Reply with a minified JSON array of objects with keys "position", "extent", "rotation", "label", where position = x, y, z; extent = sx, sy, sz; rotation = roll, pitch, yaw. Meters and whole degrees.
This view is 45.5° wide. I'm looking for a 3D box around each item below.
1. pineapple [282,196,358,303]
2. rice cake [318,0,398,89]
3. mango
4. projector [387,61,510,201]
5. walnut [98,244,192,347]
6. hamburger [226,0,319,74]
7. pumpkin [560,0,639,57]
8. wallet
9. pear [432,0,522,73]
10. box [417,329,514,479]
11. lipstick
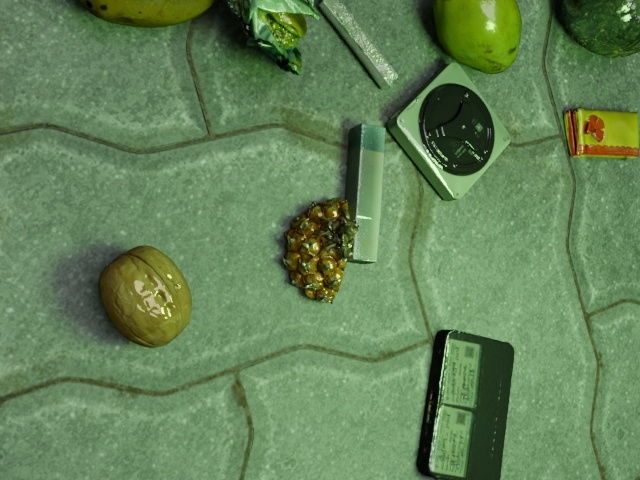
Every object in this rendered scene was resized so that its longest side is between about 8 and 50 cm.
[{"position":[-0.001,0.006,1.654],"extent":[0.140,0.164,0.249],"rotation":[11,83,-16],"label":"pineapple"},{"position":[0.088,-0.473,1.809],"extent":[0.049,0.055,0.270],"rotation":[-43,103,-13],"label":"rice cake"},{"position":[-0.343,-0.522,1.557],"extent":[0.329,0.175,0.176],"rotation":[-6,111,-46],"label":"mango"},{"position":[0.328,-0.270,1.884],"extent":[0.257,0.079,0.259],"rotation":[-46,105,-24],"label":"projector"},{"position":[-0.336,0.110,1.478],"extent":[0.165,0.165,0.197],"rotation":[-29,89,-26],"label":"walnut"},{"position":[-0.087,-0.496,1.628],"extent":[0.276,0.150,0.260],"rotation":[61,22,8],"label":"hamburger"},{"position":[0.815,-0.649,2.071],"extent":[0.291,0.257,0.327],"rotation":[37,77,-30],"label":"pumpkin"},{"position":[0.791,-0.295,2.119],"extent":[0.241,0.067,0.141],"rotation":[-2,87,-26],"label":"wallet"},{"position":[0.387,-0.534,1.877],"extent":[0.269,0.212,0.212],"rotation":[46,67,-23],"label":"pear"},{"position":[0.352,0.400,1.830],"extent":[0.211,0.058,0.350],"rotation":[16,77,-21],"label":"box"},{"position":[0.099,-0.107,1.762],"extent":[0.068,0.066,0.317],"rotation":[8,80,-25],"label":"lipstick"}]
